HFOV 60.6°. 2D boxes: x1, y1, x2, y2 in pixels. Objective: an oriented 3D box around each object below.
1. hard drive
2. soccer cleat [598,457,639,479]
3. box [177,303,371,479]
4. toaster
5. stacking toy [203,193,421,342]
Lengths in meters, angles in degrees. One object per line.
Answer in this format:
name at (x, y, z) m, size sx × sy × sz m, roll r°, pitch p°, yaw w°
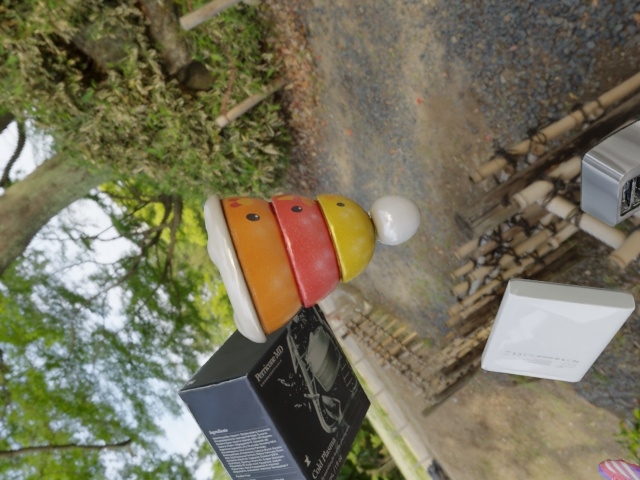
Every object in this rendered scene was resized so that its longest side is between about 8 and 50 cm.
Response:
hard drive at (0.503, 0.210, 1.214) m, size 0.353 × 0.233 × 0.047 m, roll 83°, pitch -163°, yaw -53°
soccer cleat at (0.873, 0.670, 1.502) m, size 0.248 × 0.095 × 0.083 m, roll -7°, pitch 123°, yaw 56°
box at (-0.120, 0.510, 1.765) m, size 0.471 × 0.298 × 0.480 m, roll 61°, pitch -149°, yaw -12°
toaster at (0.622, -0.143, 1.102) m, size 0.110 × 0.168 × 0.185 m, roll 54°, pitch 172°, yaw 46°
stacking toy at (0.000, 0.000, 1.257) m, size 0.350 × 0.480 × 0.350 m, roll 161°, pitch 90°, yaw -83°
